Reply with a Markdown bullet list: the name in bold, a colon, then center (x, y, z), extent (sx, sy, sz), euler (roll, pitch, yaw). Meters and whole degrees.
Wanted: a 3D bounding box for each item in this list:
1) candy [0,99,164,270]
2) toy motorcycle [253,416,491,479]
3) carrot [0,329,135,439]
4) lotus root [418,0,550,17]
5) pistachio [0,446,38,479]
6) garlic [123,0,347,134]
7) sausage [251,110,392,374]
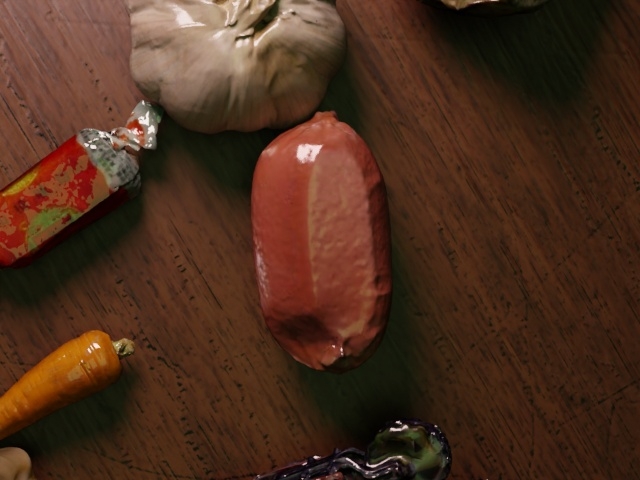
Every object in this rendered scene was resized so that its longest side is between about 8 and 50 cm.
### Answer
- **candy**: center (-0.268, -0.037, 1.095), extent (0.292, 0.059, 0.086), euler (-36, 91, -4)
- **toy motorcycle**: center (0.073, 0.285, 1.084), extent (0.401, 0.134, 0.207), euler (-23, 94, 10)
- **carrot**: center (-0.303, 0.164, 1.100), extent (0.257, 0.061, 0.061), euler (-30, 94, -1)
- **lotus root**: center (0.186, -0.367, 1.098), extent (0.210, 0.142, 0.314), euler (29, 94, 32)
- **pistachio**: center (-0.341, 0.270, 1.077), extent (0.149, 0.113, 0.113), euler (-34, 94, 4)
- **garlic**: center (-0.081, -0.210, 1.062), extent (0.228, 0.152, 0.227), euler (-1, 98, -4)
- **sausage**: center (0.000, 0.000, 1.080), extent (0.148, 0.148, 0.254), euler (0, 99, -5)
